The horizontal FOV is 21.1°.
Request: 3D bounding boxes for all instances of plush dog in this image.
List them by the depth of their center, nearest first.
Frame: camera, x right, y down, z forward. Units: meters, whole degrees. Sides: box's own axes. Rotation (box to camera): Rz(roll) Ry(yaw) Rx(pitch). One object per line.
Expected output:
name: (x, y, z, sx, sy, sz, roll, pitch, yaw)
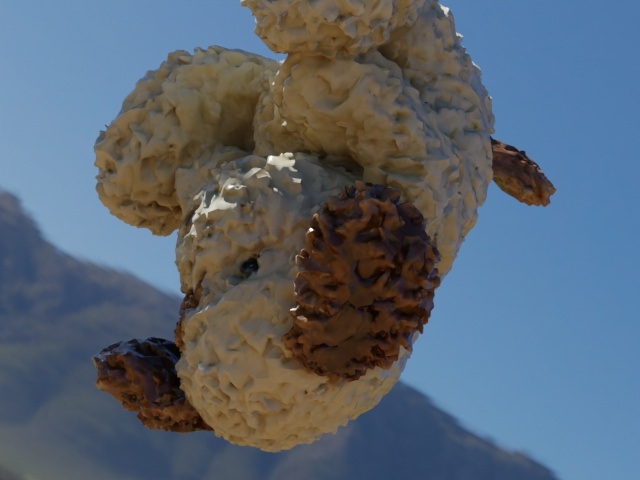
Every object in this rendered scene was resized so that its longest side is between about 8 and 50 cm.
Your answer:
plush dog: (0.000, 0.000, 0.824, 0.210, 0.225, 0.262, 33, -36, -16)
